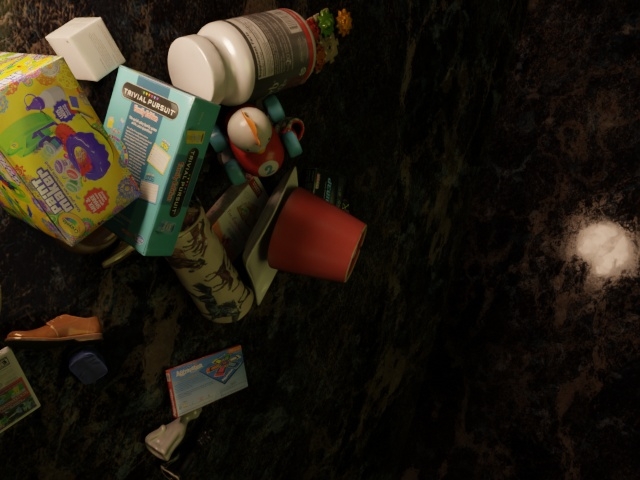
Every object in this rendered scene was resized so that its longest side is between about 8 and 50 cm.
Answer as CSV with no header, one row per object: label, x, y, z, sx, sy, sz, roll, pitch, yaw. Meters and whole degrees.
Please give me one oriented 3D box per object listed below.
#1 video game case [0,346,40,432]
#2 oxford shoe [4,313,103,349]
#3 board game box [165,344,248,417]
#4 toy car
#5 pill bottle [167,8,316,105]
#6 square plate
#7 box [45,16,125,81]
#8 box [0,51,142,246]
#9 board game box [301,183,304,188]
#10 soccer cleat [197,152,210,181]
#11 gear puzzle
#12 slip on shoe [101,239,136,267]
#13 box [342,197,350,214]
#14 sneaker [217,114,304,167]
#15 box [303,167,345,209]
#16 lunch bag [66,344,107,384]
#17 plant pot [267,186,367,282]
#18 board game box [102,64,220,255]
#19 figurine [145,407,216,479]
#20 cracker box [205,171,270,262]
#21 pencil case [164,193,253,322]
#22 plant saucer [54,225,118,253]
video game case,-0.750,0.361,1.148,0.201,0.023,0.183,-36,130,-40
oxford shoe,-0.625,0.213,1.225,0.212,0.076,0.076,4,65,-46
board game box,-0.352,0.437,1.646,0.281,0.027,0.145,-10,91,-50
toy car,-0.174,-0.266,1.368,0.219,0.238,0.210,-27,100,-3
pill bottle,-0.199,-0.472,1.361,0.363,0.210,0.210,-33,129,-40
square plate,-0.153,-0.009,1.623,0.344,0.049,0.347,92,21,-63
box,-0.494,-0.403,1.099,0.087,0.102,0.101,-52,140,-29
box,-0.542,-0.176,0.981,0.177,0.279,0.290,-46,137,-30
board game box,-0.021,-0.141,1.871,0.169,0.033,0.133,-18,118,-48
soccer cleat,-0.380,-0.140,1.294,0.093,0.121,0.289,97,12,-46
gear puzzle,0.012,-0.649,1.696,0.339,0.044,0.175,-45,135,-32
slip on shoe,-0.498,0.019,1.320,0.135,0.051,0.041,-38,92,-27
box,0.058,-0.075,2.003,0.162,0.029,0.116,-39,132,-35
sneaker,-0.166,-0.292,1.528,0.270,0.145,0.090,-42,134,-34
box,0.008,-0.133,1.839,0.175,0.051,0.220,9,88,-51
lunch bag,-0.582,0.305,1.303,0.067,0.065,0.098,-32,128,-15
plant pot,0.000,0.000,1.618,0.275,0.243,0.274,20,90,-82
board game box,-0.372,-0.170,1.114,0.079,0.254,0.336,3,112,-57
figurine,-0.422,0.611,1.630,0.209,0.092,0.214,-48,137,-41
cracker box,-0.250,-0.071,1.577,0.232,0.067,0.155,-54,141,-24
pencil case,-0.325,0.065,1.449,0.183,0.160,0.410,-102,173,-46
plant saucer,-0.539,-0.059,1.237,0.199,0.036,0.198,-25,123,-46
